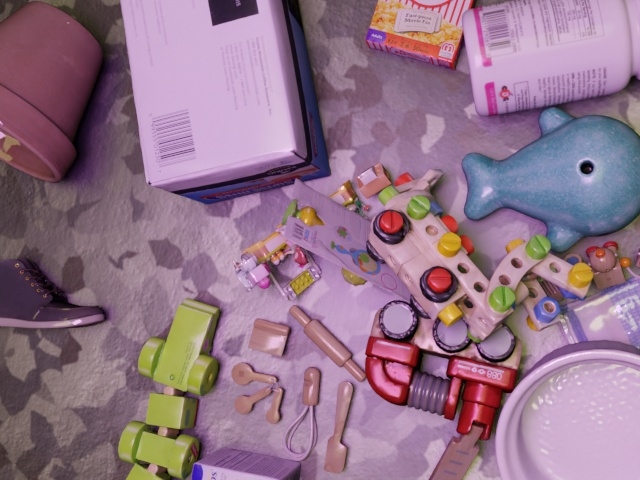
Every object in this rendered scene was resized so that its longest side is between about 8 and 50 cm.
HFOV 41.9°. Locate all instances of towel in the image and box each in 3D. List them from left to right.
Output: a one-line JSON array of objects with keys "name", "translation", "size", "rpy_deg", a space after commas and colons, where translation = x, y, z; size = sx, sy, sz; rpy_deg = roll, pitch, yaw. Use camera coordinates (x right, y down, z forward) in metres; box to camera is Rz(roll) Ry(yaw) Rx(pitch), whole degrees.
[{"name": "towel", "translation": [0.509, 0.141, 1.207], "size": [0.285, 0.034, 0.209], "rpy_deg": [-24, 81, 9]}]

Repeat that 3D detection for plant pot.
[{"name": "plant pot", "translation": [-0.481, -0.259, 1.376], "size": [0.263, 0.263, 0.229], "rpy_deg": [25, 73, 14]}]

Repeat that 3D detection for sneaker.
[{"name": "sneaker", "translation": [-0.467, 0.088, 1.405], "size": [0.221, 0.083, 0.118], "rpy_deg": [0, 85, 14]}]

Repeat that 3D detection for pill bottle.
[{"name": "pill bottle", "translation": [0.356, -0.281, 1.212], "size": [0.283, 0.160, 0.161], "rpy_deg": [-8, 83, 12]}]

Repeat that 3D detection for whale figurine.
[{"name": "whale figurine", "translation": [0.335, -0.091, 1.209], "size": [0.271, 0.141, 0.216], "rpy_deg": [-2, 86, 19]}]

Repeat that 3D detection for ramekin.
[{"name": "ramekin", "translation": [0.384, 0.268, 1.141], "size": [0.277, 0.135, 0.277], "rpy_deg": [2, 97, 16]}]

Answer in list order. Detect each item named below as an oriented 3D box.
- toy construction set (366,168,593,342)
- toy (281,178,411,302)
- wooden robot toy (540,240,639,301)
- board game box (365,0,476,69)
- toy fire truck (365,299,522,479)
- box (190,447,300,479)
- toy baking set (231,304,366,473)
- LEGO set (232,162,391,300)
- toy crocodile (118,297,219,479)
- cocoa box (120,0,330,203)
[{"name": "toy construction set", "translation": [0.190, 0.007, 1.160], "size": [0.215, 0.151, 0.328], "rpy_deg": [-29, 54, -22]}, {"name": "toy", "translation": [0.046, 0.018, 1.205], "size": [0.237, 0.137, 0.056], "rpy_deg": [31, 126, -18]}, {"name": "wooden robot toy", "translation": [0.398, 0.030, 1.206], "size": [0.173, 0.079, 0.076], "rpy_deg": [-18, 54, 19]}, {"name": "board game box", "translation": [0.171, -0.383, 1.321], "size": [0.146, 0.045, 0.194], "rpy_deg": [17, 89, 13]}, {"name": "toy fire truck", "translation": [0.167, 0.235, 1.232], "size": [0.217, 0.158, 0.247], "rpy_deg": [12, 78, 13]}, {"name": "box", "translation": [-0.114, 0.374, 1.279], "size": [0.137, 0.126, 0.072], "rpy_deg": [8, 89, 14]}, {"name": "toy baking set", "translation": [-0.027, 0.234, 1.324], "size": [0.256, 0.030, 0.197], "rpy_deg": [39, 97, 13]}, {"name": "LEGO set", "translation": [0.000, 0.000, 1.300], "size": [0.287, 0.132, 0.107], "rpy_deg": [-35, 96, -15]}, {"name": "toy crocodile", "translation": [-0.234, 0.263, 1.337], "size": [0.115, 0.105, 0.341], "rpy_deg": [11, 83, 14]}, {"name": "cocoa box", "translation": [-0.142, -0.254, 1.286], "size": [0.231, 0.228, 0.347], "rpy_deg": [-12, 83, 12]}]
